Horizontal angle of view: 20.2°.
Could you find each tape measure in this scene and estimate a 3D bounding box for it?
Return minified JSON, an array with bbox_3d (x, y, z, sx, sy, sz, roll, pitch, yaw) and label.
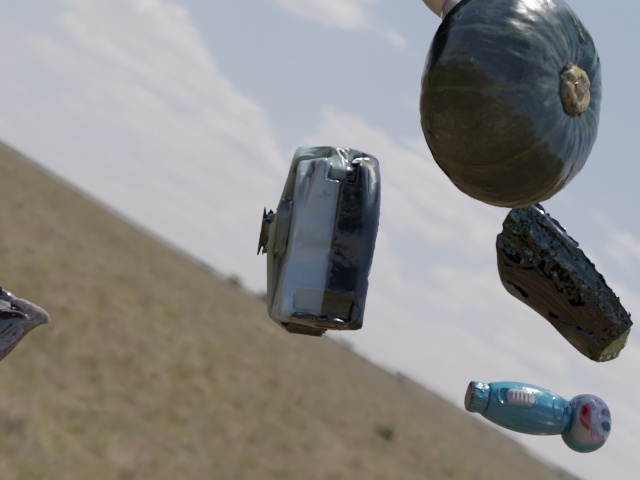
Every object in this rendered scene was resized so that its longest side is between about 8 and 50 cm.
[{"bbox_3d":[-0.001,0.000,1.699,0.107,0.182,0.181,9,-11,-8],"label":"tape measure"}]

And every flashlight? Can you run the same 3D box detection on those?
[{"bbox_3d":[0.182,0.145,1.500,0.129,0.051,0.051,12,0,-11],"label":"flashlight"}]

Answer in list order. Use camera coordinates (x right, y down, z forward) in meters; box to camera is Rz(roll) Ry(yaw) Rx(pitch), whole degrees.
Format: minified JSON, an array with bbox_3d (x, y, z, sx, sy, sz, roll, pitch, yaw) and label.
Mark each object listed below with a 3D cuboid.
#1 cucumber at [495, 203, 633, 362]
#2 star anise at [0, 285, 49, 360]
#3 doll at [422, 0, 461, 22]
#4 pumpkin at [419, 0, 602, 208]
[{"bbox_3d":[0.270,0.057,2.047,0.193,0.086,0.115,44,-27,20],"label":"cucumber"},{"bbox_3d":[-0.396,0.093,1.712,0.198,0.257,0.110,65,9,-69],"label":"star anise"},{"bbox_3d":[0.097,-0.202,1.445,0.160,0.059,0.161,42,12,0],"label":"doll"},{"bbox_3d":[0.140,-0.107,1.325,0.125,0.167,0.167,-14,-37,44],"label":"pumpkin"}]
